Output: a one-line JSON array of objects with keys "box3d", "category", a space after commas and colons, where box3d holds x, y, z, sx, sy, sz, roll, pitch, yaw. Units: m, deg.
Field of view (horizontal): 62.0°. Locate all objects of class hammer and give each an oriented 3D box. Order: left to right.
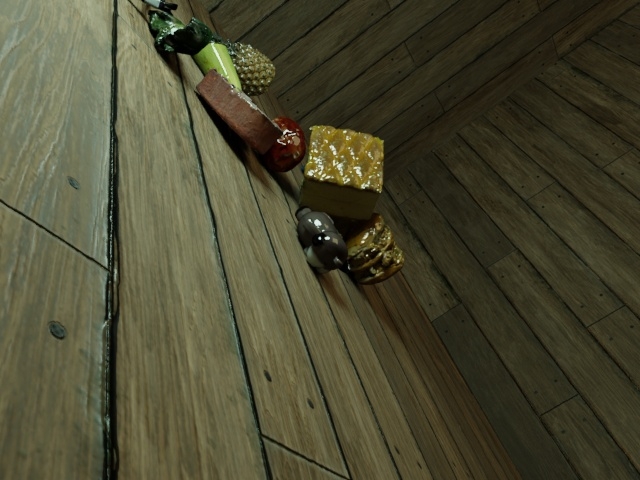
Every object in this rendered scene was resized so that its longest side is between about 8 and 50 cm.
[{"box3d": [-0.555, -0.805, 1.744, 0.152, 0.044, 0.427, 18, 21, -26], "category": "hammer"}]

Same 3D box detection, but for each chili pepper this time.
[{"box3d": [-0.409, -0.594, 1.556, 0.148, 0.116, 0.264, 12, 13, -40], "category": "chili pepper"}]

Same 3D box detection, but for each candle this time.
[{"box3d": [-0.259, -0.393, 1.647, 0.287, 0.131, 0.317, 42, 5, -28], "category": "candle"}]

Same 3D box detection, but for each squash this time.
[{"box3d": [-0.341, -0.587, 1.889, 0.287, 0.137, 0.137, 59, 10, 9], "category": "squash"}]

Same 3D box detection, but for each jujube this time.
[{"box3d": [-0.136, -0.343, 1.898, 0.174, 0.174, 0.250, 50, 10, -27], "category": "jujube"}]

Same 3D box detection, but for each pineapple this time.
[{"box3d": [-0.356, -0.761, 2.225, 0.362, 0.202, 0.202, 33, 23, -47], "category": "pineapple"}]

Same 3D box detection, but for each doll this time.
[{"box3d": [0.001, -0.002, 1.582, 0.182, 0.117, 0.257, 43, 15, -44], "category": "doll"}]

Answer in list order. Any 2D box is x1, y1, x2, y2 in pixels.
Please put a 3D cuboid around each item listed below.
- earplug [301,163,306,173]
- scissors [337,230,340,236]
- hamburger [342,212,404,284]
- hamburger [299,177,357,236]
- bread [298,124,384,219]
[{"box3d": [0.032, -0.276, 2.635, 0.273, 0.132, 0.132, 56, 9, -16], "category": "earplug"}, {"box3d": [-0.006, -0.147, 2.265, 0.191, 0.029, 0.360, 42, 19, -46], "category": "scissors"}, {"box3d": [0.187, 0.033, 2.010, 0.211, 0.245, 0.260, 50, 51, -16], "category": "hamburger"}, {"box3d": [0.077, -0.174, 2.123, 0.309, 0.211, 0.132, 51, 10, 5], "category": "hamburger"}, {"box3d": [0.076, -0.244, 1.931, 0.207, 0.279, 0.279, 105, -9, -55], "category": "bread"}]
